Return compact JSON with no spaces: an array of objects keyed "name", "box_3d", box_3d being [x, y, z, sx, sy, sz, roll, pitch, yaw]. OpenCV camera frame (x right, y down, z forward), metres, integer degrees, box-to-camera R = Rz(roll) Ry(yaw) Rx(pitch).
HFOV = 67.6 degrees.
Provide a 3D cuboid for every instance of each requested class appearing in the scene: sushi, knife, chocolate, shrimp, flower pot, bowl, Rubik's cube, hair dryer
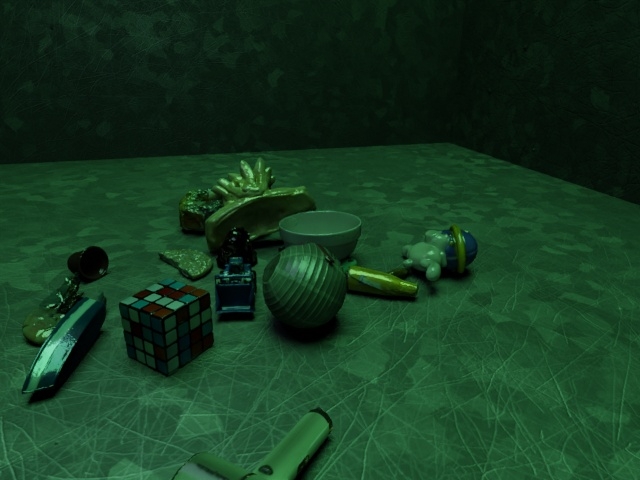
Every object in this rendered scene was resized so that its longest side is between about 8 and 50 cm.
[{"name":"sushi","box_3d":[-0.485,-0.129,1.975,0.184,0.140,0.274,0,28,-9]},{"name":"knife","box_3d":[0.052,0.127,1.528,0.063,0.035,0.260,14,31,25]},{"name":"chocolate","box_3d":[0.189,0.130,1.459,0.219,0.086,0.086,9,23,13]},{"name":"shrimp","box_3d":[-0.674,0.181,1.305,0.177,0.075,0.289,8,21,-3]},{"name":"flower pot","box_3d":[-0.755,0.071,1.533,0.089,0.112,0.111,0,19,26]},{"name":"bowl","box_3d":[0.000,0.000,1.666,0.286,0.144,0.287,-1,20,0]},{"name":"Rubik's cube","box_3d":[-0.366,0.202,1.150,0.150,0.154,0.155,12,24,28]},{"name":"hair dryer","box_3d":[-0.066,0.382,0.796,0.203,0.128,0.362,12,17,25]},{"name":"chocolate","box_3d":[-0.286,0.016,1.644,0.155,0.133,0.156,3,22,-1]}]

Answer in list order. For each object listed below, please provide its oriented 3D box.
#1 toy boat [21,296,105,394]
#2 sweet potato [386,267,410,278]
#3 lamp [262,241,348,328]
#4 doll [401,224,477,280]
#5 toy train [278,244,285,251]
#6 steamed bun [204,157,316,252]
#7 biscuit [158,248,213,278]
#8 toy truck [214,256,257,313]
[{"name":"toy boat","box_3d":[-0.588,0.246,1.115,0.061,0.096,0.299,12,29,-4]},{"name":"sweet potato","box_3d":[0.241,0.114,1.550,0.041,0.038,0.153,25,33,37]},{"name":"lamp","box_3d":[-0.037,0.121,1.284,0.232,0.234,0.265,-7,9,-20]},{"name":"doll","box_3d":[0.398,0.036,1.568,0.242,0.160,0.311,6,18,6]},{"name":"toy train","box_3d":[-0.131,0.021,1.786,0.017,0.017,0.083,12,24,22]},{"name":"steamed bun","box_3d":[-0.255,-0.146,1.754,0.427,0.247,0.189,-26,44,-10]},{"name":"biscuit","box_3d":[-0.445,0.068,1.637,0.133,0.032,0.249,-16,27,-39]},{"name":"toy truck","box_3d":[-0.241,0.127,1.377,0.113,0.127,0.208,-1,23,-7]}]
